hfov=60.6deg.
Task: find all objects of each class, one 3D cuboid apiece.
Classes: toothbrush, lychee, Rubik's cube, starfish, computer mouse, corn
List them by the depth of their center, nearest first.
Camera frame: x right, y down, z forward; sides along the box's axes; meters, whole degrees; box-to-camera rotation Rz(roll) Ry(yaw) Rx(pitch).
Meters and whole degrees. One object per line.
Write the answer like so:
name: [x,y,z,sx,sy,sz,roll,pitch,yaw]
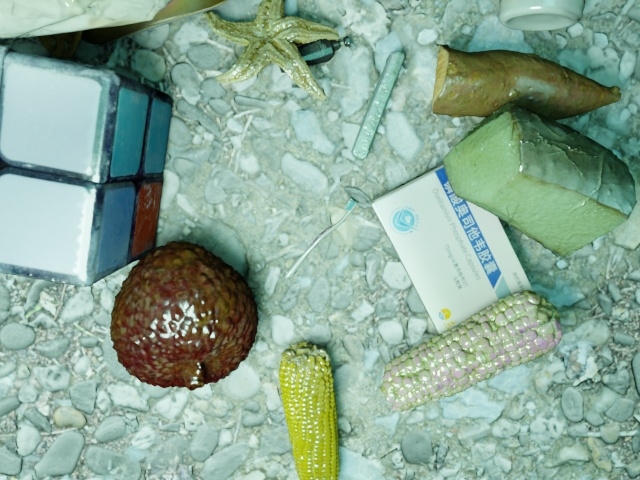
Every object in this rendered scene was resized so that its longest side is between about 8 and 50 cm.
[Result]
Rubik's cube: [-0.442,-0.126,0.878,0.314,0.318,0.315,10,99,-2]
lychee: [-0.236,0.134,0.962,0.261,0.260,0.260,0,98,-1]
computer mouse: [-0.304,-0.451,0.962,0.311,0.072,0.158,-17,96,2]
starfish: [-0.085,-0.359,0.975,0.277,0.062,0.235,35,82,9]
corn: [0.267,0.205,0.977,0.335,0.126,0.126,-30,97,6]
toothbrush: [0.000,0.000,1.056,0.022,0.017,0.204,40,95,-17]
corn: [-0.018,0.347,1.065,0.106,0.106,0.304,-7,102,0]

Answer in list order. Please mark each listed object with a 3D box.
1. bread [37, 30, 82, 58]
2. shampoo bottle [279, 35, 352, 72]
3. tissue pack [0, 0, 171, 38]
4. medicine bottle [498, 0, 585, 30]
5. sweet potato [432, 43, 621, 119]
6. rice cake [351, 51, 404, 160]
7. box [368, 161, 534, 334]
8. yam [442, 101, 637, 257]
bread: [-0.466,-0.379,0.971,0.110,0.024,0.109,10,115,23]
shampoo bottle: [-0.012,-0.344,1.003,0.137,0.027,0.048,-19,89,1]
tissue pack: [-0.445,-0.408,0.773,0.390,0.376,0.195,30,123,23]
medicine bottle: [0.387,-0.500,0.933,0.145,0.144,0.251,3,100,-2]
sweet potato: [0.359,-0.270,0.973,0.337,0.131,0.131,4,98,-6]
rice cake: [0.106,-0.249,1.017,0.033,0.033,0.207,21,97,-2]
box: [0.259,0.031,1.042,0.200,0.065,0.343,-28,98,2]
yam: [0.361,-0.111,0.932,0.272,0.202,0.201,12,55,-26]
